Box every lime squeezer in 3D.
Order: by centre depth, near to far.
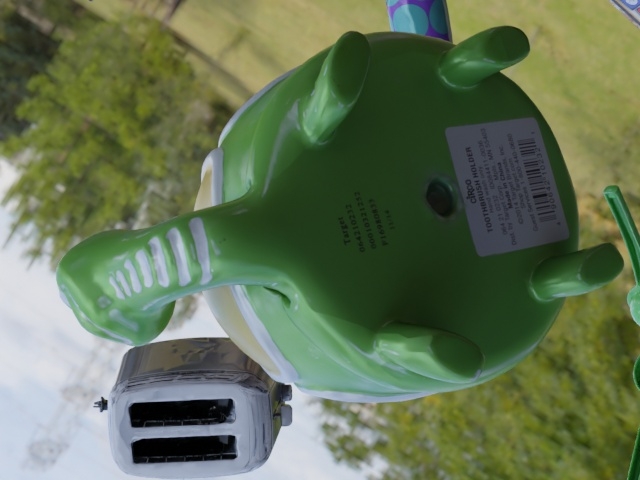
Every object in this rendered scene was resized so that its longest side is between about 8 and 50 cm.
[{"bbox_3d":[0.307,0.095,1.205,0.110,0.310,0.059,-10,-170,-31],"label":"lime squeezer"}]

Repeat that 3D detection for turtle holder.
[{"bbox_3d":[0.015,0.011,0.831,0.243,0.320,0.227,51,146,-12],"label":"turtle holder"}]

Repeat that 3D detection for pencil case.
[{"bbox_3d":[0.091,-0.232,1.257,0.070,0.152,0.064,-6,-160,24],"label":"pencil case"}]

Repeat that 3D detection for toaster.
[{"bbox_3d":[-0.143,0.181,1.362,0.227,0.129,0.146,-1,-170,-1],"label":"toaster"}]

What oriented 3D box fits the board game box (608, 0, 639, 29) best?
[{"bbox_3d":[0.283,-0.203,0.963,0.193,0.045,0.147,40,164,-11],"label":"board game box"}]
